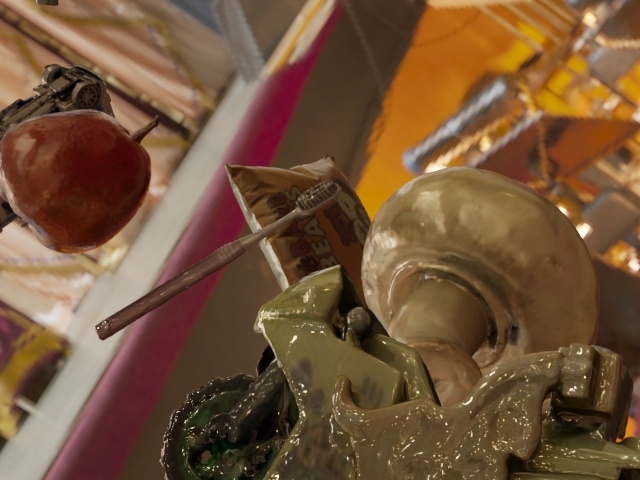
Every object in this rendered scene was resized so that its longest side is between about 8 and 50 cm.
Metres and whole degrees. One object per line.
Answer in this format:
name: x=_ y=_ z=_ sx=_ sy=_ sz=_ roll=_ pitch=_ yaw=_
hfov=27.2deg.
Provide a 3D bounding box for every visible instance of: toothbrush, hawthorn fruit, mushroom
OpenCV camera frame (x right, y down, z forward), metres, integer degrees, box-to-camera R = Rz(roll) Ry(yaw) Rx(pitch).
toothbrush: x=-0.129 y=0.023 z=1.633 sx=0.354 sy=0.024 sz=0.029 roll=-32 pitch=-28 yaw=4
hawthorn fruit: x=-0.301 y=-0.095 z=1.713 sx=0.225 sy=0.196 sz=0.196 roll=-33 pitch=7 yaw=-9
mushroom: x=0.202 y=0.059 z=1.618 sx=0.315 sy=0.315 sz=0.356 roll=-57 pitch=11 yaw=0

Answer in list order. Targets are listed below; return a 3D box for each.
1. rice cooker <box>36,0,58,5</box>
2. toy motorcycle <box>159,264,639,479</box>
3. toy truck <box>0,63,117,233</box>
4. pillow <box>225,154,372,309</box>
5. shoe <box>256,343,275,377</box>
rice cooker: x=-0.460 y=-0.585 z=2.351 sx=0.316 sy=0.264 sz=0.317 roll=-34 pitch=-45 yaw=-43
toy motorcycle: x=0.077 y=0.157 z=1.049 sx=0.169 sy=0.410 sz=0.237 roll=50 pitch=-122 yaw=-65
toy truck: x=-0.442 y=-0.149 z=2.067 sx=0.268 sy=0.155 sz=0.124 roll=-38 pitch=42 yaw=-21
pillow: x=0.000 y=0.000 z=2.167 sx=0.119 sy=0.310 sz=0.312 roll=-32 pitch=-12 yaw=33
shoe: x=-0.045 y=0.135 z=1.474 sx=0.179 sy=0.049 sz=0.071 roll=16 pitch=-87 yaw=-83
